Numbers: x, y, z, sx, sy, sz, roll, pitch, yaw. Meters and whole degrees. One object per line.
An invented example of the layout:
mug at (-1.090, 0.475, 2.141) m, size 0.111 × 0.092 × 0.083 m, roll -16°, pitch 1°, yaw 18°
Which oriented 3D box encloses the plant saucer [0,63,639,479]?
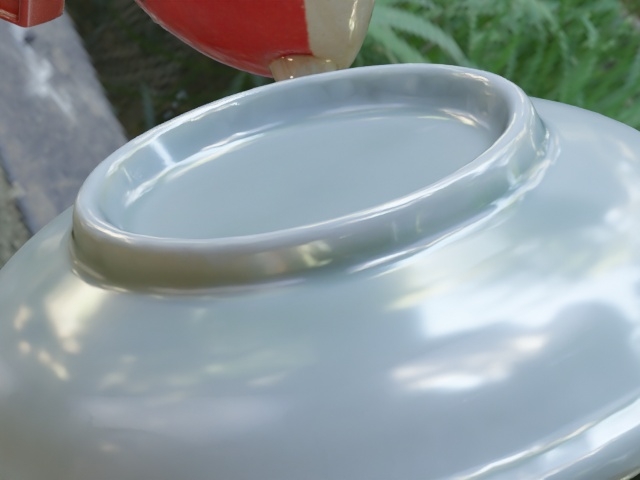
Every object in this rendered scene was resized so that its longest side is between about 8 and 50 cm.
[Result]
plant saucer at (0.000, 0.000, 0.659) m, size 0.400 × 0.400 × 0.100 m, roll -77°, pitch 155°, yaw -65°

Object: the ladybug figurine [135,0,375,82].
ladybug figurine at (-0.076, -0.305, 0.961) m, size 0.305 × 0.162 × 0.449 m, roll 116°, pitch -38°, yaw -69°

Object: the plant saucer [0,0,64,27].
plant saucer at (-0.403, -0.324, 1.544) m, size 0.258 × 0.048 × 0.259 m, roll 22°, pitch -17°, yaw -7°
